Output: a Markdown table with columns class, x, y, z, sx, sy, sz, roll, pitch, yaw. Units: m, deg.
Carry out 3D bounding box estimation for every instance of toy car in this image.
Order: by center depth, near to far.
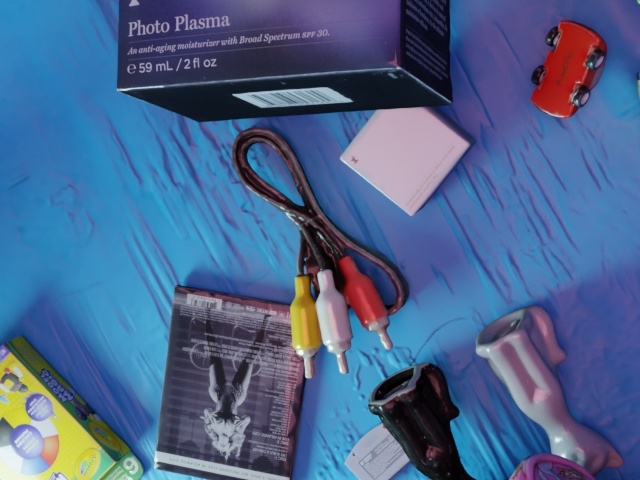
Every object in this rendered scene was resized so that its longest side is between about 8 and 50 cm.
| class | x | y | z | sx | sy | sz | roll | pitch | yaw |
| --- | --- | --- | --- | --- | --- | --- | --- | --- | --- |
| toy car | 0.303 | -0.251 | 1.222 | 0.225 | 0.053 | 0.239 | -5 | 97 | 38 |

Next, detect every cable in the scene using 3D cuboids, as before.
| class | x | y | z | sx | sy | sz | roll | pitch | yaw |
| --- | --- | --- | --- | --- | --- | --- | --- | --- | --- |
| cable | 0.000 | 0.000 | 1.346 | 0.139 | 0.072 | 0.287 | -21 | 92 | 9 |

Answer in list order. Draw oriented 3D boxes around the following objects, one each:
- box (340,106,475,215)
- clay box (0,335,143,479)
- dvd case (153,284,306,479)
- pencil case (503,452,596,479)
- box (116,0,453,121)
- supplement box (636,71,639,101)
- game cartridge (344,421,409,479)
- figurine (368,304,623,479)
| class | x | y | z | sx | sy | sz | roll | pitch | yaw |
| --- | --- | --- | --- | --- | --- | --- | --- | --- | --- |
| box | 0.094 | -0.097 | 1.303 | 0.102 | 0.087 | 0.101 | 40 | 102 | 6 |
| clay box | -0.327 | 0.237 | 1.461 | 0.222 | 0.053 | 0.127 | 45 | 105 | 5 |
| dvd case | -0.100 | 0.172 | 1.419 | 0.165 | 0.018 | 0.221 | 9 | 99 | 10 |
| pencil case | 0.133 | 0.357 | 1.266 | 0.386 | 0.167 | 0.160 | -37 | 76 | 33 |
| box | -0.034 | -0.282 | 1.215 | 0.296 | 0.183 | 0.294 | -2 | 84 | 21 |
| supplement box | 0.368 | -0.136 | 1.252 | 0.083 | 0.056 | 0.083 | -8 | 95 | 14 |
| game cartridge | 0.070 | 0.238 | 1.391 | 0.083 | 0.017 | 0.056 | -44 | 90 | 14 |
| figurine | 0.194 | 0.207 | 1.327 | 0.215 | 0.092 | 0.209 | -30 | 98 | 10 |
